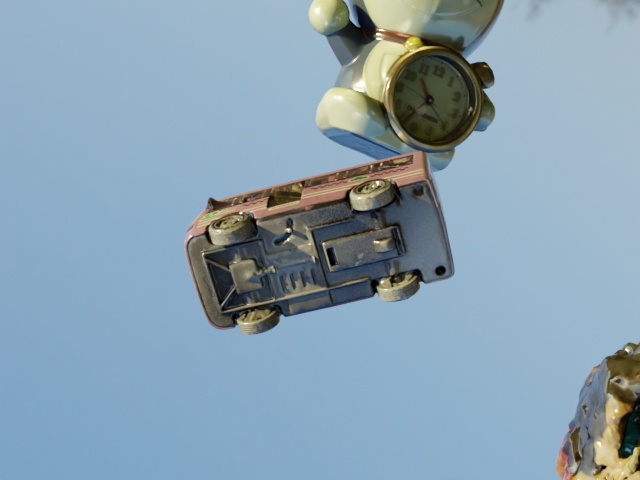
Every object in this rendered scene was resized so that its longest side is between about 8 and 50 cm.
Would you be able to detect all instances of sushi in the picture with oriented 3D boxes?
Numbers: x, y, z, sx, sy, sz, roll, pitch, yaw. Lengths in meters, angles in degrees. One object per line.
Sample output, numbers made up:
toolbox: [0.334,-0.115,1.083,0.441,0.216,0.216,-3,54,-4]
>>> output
sushi: [0.271,0.185,1.403,0.219,0.238,0.225,10,164,21]

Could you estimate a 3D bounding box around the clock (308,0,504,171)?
clock: [0.084,-0.200,1.842,0.199,0.243,0.146,19,172,-13]

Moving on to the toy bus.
toy bus: [0.000,0.000,1.343,0.098,0.178,0.087,-86,-19,-67]
